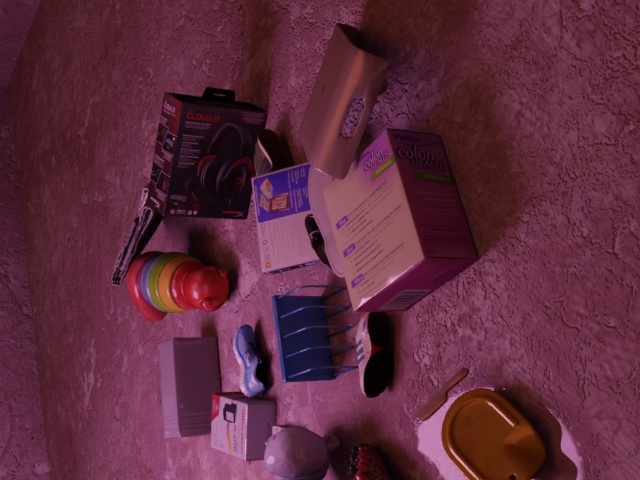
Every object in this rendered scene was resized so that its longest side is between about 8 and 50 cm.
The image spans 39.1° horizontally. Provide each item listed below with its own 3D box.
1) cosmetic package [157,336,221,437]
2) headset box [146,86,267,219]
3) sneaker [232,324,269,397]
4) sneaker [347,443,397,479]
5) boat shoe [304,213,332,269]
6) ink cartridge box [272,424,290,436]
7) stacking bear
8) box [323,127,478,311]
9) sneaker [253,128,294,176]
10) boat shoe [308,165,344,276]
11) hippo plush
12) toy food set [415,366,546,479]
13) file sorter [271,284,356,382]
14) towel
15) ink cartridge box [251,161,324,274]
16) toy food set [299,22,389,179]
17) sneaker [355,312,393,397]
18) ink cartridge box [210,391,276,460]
[{"bbox_3d":[-0.317,0.356,2.198,0.107,0.127,0.238,-21,72,55],"label":"cosmetic package"},{"bbox_3d":[-0.258,-0.204,2.060,0.110,0.218,0.293,33,115,52],"label":"headset box"},{"bbox_3d":[-0.145,0.264,2.015,0.073,0.063,0.162,-25,70,35],"label":"sneaker"},{"bbox_3d":[0.114,0.457,1.552,0.276,0.135,0.098,-101,14,-62],"label":"sneaker"},{"bbox_3d":[0.000,0.000,1.752,0.046,0.038,0.125,-29,71,17],"label":"boat shoe"},{"bbox_3d":[-0.068,0.417,1.896,0.083,0.028,0.048,-6,83,57],"label":"ink cartridge box"},{"bbox_3d":[-0.332,0.109,2.210,0.289,0.164,0.175,4,55,46],"label":"stacking bear"},{"bbox_3d":[0.129,-0.029,1.540,0.213,0.117,0.243,-43,54,48],"label":"box"},{"bbox_3d":[-0.099,-0.142,1.961,0.086,0.064,0.192,117,138,-55],"label":"sneaker"},{"bbox_3d":[0.045,-0.050,1.707,0.095,0.079,0.255,-44,55,44],"label":"boat shoe"},{"bbox_3d":[-0.013,0.475,1.700,0.294,0.234,0.237,66,-150,-64],"label":"hippo plush"},{"bbox_3d":[0.258,0.298,1.374,0.128,0.071,0.218,-52,43,8],"label":"toy food set"},{"bbox_3d":[-0.009,0.178,1.740,0.104,0.118,0.170,-28,65,50],"label":"file sorter"},{"bbox_3d":[-0.438,-0.077,2.329,0.312,0.056,0.324,-56,8,39],"label":"towel"},{"bbox_3d":[-0.033,-0.051,1.824,0.208,0.045,0.206,-14,75,24],"label":"ink cartridge box"},{"bbox_3d":[0.046,-0.260,1.648,0.306,0.092,0.220,-105,34,-67],"label":"toy food set"},{"bbox_3d":[0.094,0.203,1.648,0.075,0.057,0.161,-176,87,-74],"label":"sneaker"},{"bbox_3d":[-0.175,0.413,2.022,0.175,0.072,0.128,-3,85,58],"label":"ink cartridge box"}]
